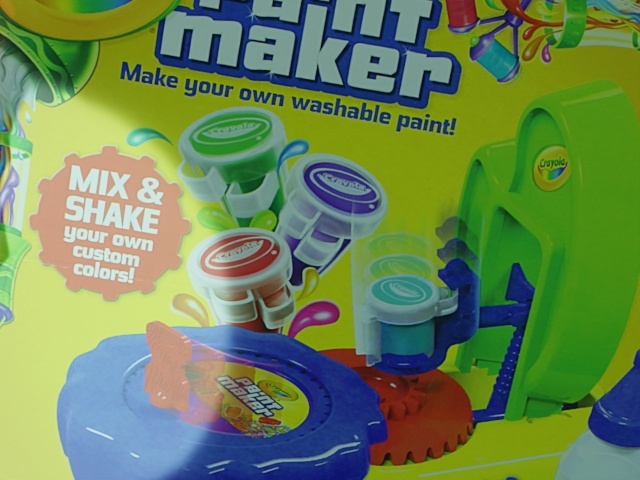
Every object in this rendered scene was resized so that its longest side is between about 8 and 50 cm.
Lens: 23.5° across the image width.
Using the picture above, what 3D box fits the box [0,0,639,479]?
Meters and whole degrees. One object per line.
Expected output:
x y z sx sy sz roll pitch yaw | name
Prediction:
0.000 0.000 0.660 0.177 0.290 0.279 -89 8 -74 | box
